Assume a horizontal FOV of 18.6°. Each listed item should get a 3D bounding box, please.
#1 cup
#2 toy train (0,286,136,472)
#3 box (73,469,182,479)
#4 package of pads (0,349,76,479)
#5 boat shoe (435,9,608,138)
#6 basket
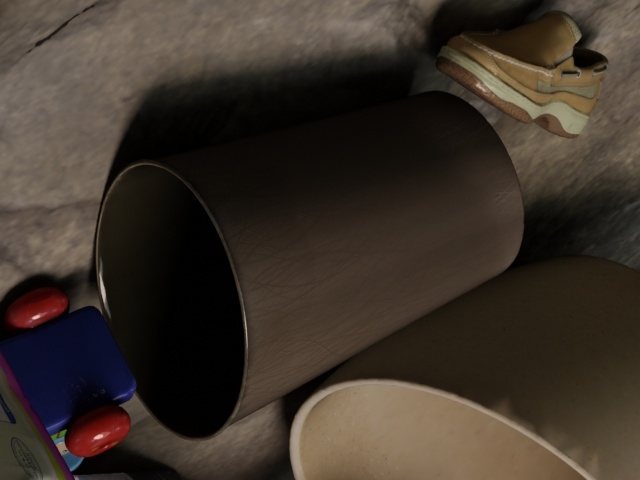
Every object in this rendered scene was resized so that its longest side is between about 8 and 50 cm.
[{"bbox_3d":[0.177,0.148,1.499,0.237,0.331,0.331,-51,164,-33],"label":"cup"},{"bbox_3d":[-0.241,0.133,1.199,0.248,0.105,0.143,-24,164,-21],"label":"toy train"},{"bbox_3d":[-0.143,0.261,1.377,0.142,0.163,0.247,-37,168,5],"label":"box"},{"bbox_3d":[-0.285,0.149,1.018,0.296,0.229,0.101,-38,153,6],"label":"package of pads"},{"bbox_3d":[0.135,-0.118,1.259,0.072,0.068,0.190,-56,158,12],"label":"boat shoe"},{"bbox_3d":[0.000,0.000,1.196,0.227,0.154,0.204,-23,153,-30],"label":"basket"}]
